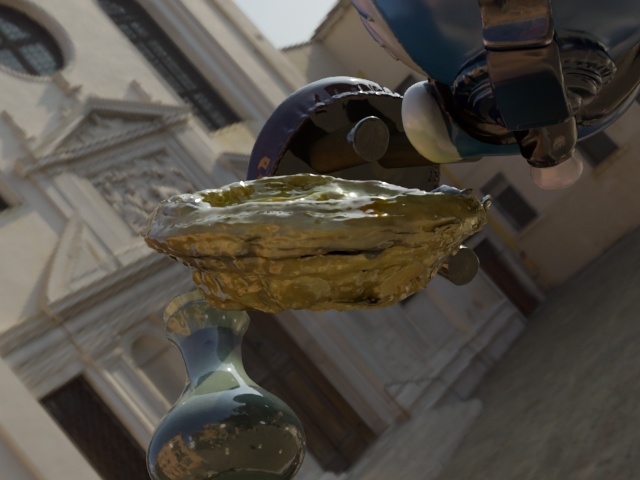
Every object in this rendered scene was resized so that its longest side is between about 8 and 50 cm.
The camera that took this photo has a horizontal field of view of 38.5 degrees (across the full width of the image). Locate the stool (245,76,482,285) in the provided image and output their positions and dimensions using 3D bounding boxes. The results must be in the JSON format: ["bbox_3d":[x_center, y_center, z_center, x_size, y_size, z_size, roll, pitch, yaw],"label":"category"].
[{"bbox_3d":[0.063,-0.054,1.100,0.272,0.272,0.178,-40,31,-18],"label":"stool"}]

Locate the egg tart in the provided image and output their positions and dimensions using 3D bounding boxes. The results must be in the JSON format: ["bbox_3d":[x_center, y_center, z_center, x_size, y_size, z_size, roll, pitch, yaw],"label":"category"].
[{"bbox_3d":[0.000,0.000,0.724,0.279,0.095,0.279,-2,8,0],"label":"egg tart"}]

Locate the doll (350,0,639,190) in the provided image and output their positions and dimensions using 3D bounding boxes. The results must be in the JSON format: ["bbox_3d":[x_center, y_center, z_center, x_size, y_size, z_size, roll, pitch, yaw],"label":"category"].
[{"bbox_3d":[0.131,-0.191,0.600,0.240,0.284,0.310,-7,-25,21],"label":"doll"}]

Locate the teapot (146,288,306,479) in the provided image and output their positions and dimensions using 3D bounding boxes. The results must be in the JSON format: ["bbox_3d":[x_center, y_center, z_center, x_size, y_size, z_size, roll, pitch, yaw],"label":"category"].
[{"bbox_3d":[-0.121,0.185,1.089,0.183,0.251,0.183,-10,-39,-8],"label":"teapot"}]
